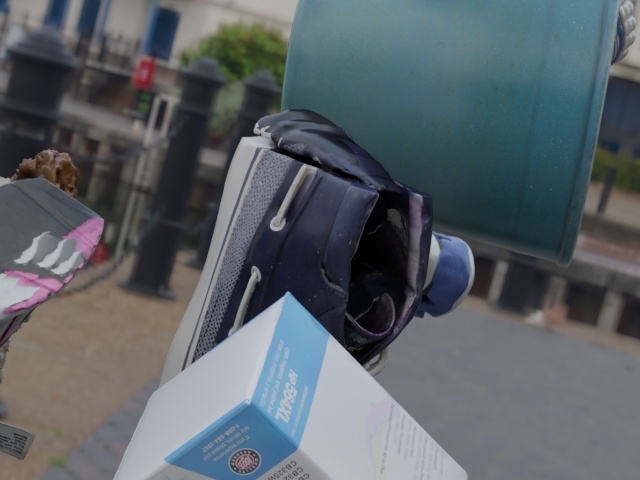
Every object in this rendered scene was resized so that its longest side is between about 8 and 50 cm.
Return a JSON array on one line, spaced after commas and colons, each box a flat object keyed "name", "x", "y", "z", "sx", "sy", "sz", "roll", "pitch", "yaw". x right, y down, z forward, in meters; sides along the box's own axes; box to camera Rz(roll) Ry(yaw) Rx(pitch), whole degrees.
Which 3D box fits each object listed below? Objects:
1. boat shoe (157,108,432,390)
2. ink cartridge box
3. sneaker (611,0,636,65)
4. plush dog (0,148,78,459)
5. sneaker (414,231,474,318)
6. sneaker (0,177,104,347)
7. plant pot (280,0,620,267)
[{"name": "boat shoe", "x": -0.021, "y": 0.084, "z": 1.111, "sx": 0.127, "sy": 0.340, "sz": 0.158, "roll": 1, "pitch": 18, "yaw": -35}, {"name": "ink cartridge box", "x": -0.005, "y": 0.115, "z": 0.650, "sx": 0.143, "sy": 0.092, "sz": 0.090, "roll": 45, "pitch": 25, "yaw": -14}, {"name": "sneaker", "x": 0.202, "y": -0.268, "z": 1.400, "sx": 0.130, "sy": 0.147, "sz": 0.330, "roll": 13, "pitch": -42, "yaw": 42}, {"name": "plush dog", "x": -0.277, "y": 0.032, "z": 1.065, "sx": 0.263, "sy": 0.210, "sz": 0.225, "roll": -6, "pitch": 41, "yaw": 16}, {"name": "sneaker", "x": 0.001, "y": 0.000, "z": 1.703, "sx": 0.316, "sy": 0.127, "sz": 0.182, "roll": 1, "pitch": -23, "yaw": 36}, {"name": "sneaker", "x": -0.200, "y": 0.037, "z": 0.836, "sx": 0.072, "sy": 0.178, "sz": 0.077, "roll": 46, "pitch": -26, "yaw": 3}, {"name": "plant pot", "x": 0.105, "y": -0.132, "z": 1.261, "sx": 0.255, "sy": 0.271, "sz": 0.271, "roll": 10, "pitch": 5, "yaw": 6}]
